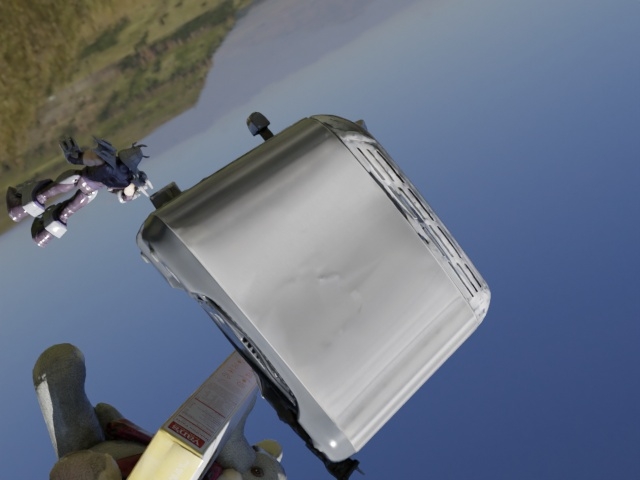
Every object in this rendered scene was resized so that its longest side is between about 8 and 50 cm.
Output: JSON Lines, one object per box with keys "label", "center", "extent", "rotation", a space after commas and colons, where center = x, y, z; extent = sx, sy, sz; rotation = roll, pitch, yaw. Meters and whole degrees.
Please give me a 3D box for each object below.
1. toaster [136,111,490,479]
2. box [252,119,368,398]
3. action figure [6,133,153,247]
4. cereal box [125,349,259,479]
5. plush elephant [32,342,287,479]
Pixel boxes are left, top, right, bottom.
{"label": "toaster", "center": [0.003, 0.030, 0.559], "extent": [0.146, 0.227, 0.129], "rotation": [-40, -173, -12]}
{"label": "box", "center": [0.000, 0.000, 0.779], "extent": [0.142, 0.163, 0.247], "rotation": [-19, -168, 8]}
{"label": "action figure", "center": [-0.432, -0.107, 1.608], "extent": [0.285, 0.185, 0.099], "rotation": [-28, -140, 15]}
{"label": "cereal box", "center": [-0.129, 0.203, 0.790], "extent": [0.173, 0.047, 0.240], "rotation": [-57, 177, 12]}
{"label": "plush elephant", "center": [-0.149, 0.273, 0.993], "extent": [0.256, 0.329, 0.272], "rotation": [-17, -158, -15]}
